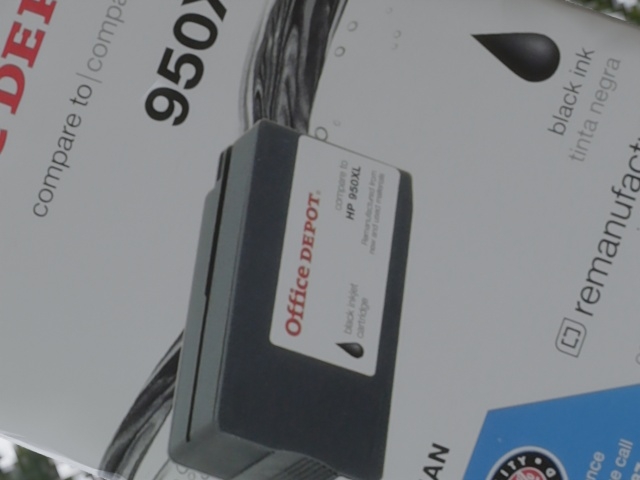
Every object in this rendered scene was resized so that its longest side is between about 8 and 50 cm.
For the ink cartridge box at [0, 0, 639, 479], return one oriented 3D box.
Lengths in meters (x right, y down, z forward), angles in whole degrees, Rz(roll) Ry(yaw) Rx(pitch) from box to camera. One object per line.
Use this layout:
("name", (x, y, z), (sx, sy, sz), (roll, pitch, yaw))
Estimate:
("ink cartridge box", (0.000, 0.000, 0.889), (0.395, 0.285, 0.166), (20, 179, 6))
